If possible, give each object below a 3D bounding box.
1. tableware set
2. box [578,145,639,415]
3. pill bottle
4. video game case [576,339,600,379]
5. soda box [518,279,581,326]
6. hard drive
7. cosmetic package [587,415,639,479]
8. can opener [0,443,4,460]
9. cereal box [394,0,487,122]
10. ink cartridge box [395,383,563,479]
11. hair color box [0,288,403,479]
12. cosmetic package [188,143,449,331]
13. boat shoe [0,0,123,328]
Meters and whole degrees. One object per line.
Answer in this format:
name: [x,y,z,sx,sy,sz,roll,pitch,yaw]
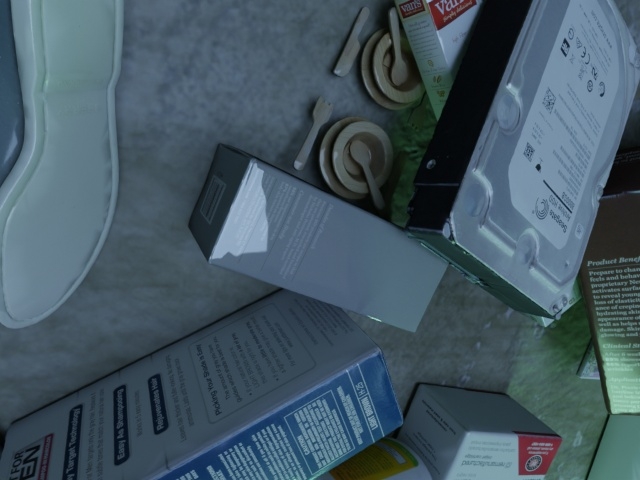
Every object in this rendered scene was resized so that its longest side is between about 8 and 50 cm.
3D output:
tableware set: [0.064,-0.135,0.495,0.128,0.039,0.194,25,86,-28]
box: [0.465,0.064,0.643,0.381,0.191,0.143,65,35,-25]
pill bottle: [0.015,0.320,0.549,0.246,0.136,0.136,10,103,-44]
video game case: [0.501,0.186,0.824,0.087,0.011,0.121,11,102,-26]
soda box: [0.276,0.010,0.635,0.074,0.069,0.216,-36,117,-9]
hard drive: [0.228,-0.112,0.491,0.237,0.064,0.338,31,78,-35]
cosmetic package: [0.682,0.401,0.925,0.285,0.097,0.376,3,106,-26]
can opener: [-0.352,0.204,0.437,0.093,0.074,0.280,-17,116,20]
cereal box: [0.191,-0.191,0.526,0.173,0.047,0.240,-40,119,-21]
ink cartridge box: [0.197,0.367,0.692,0.197,0.114,0.272,15,101,-27]
hair color box: [-0.116,0.181,0.462,0.348,0.174,0.105,-25,117,-14]
cosmetic package: [0.000,0.000,0.480,0.238,0.127,0.107,19,97,-29]
boat shoe: [-0.240,-0.082,0.385,0.099,0.116,0.319,22,109,16]
